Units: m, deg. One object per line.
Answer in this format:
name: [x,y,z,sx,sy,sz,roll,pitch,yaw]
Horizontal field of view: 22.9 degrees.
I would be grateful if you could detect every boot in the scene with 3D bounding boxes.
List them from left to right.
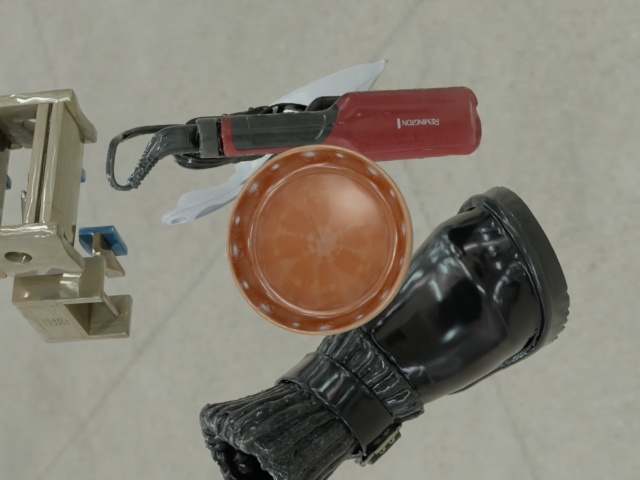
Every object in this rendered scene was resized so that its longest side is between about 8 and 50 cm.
boot: [0.046,0.106,1.315,0.131,0.260,0.348,57,156,15]

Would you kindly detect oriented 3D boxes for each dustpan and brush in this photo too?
dustpan and brush: [-0.041,-0.060,1.236,0.060,0.211,0.147,61,148,21]

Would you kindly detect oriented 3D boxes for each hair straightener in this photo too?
hair straightener: [-0.022,-0.053,0.877,0.089,0.230,0.047,-1,100,55]

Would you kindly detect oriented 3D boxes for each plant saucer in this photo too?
plant saucer: [0.000,0.000,0.690,0.083,0.013,0.083,-1,86,15]

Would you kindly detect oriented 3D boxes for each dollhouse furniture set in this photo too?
dollhouse furniture set: [-0.236,-0.013,1.268,0.183,0.129,0.129,68,-160,-60]
